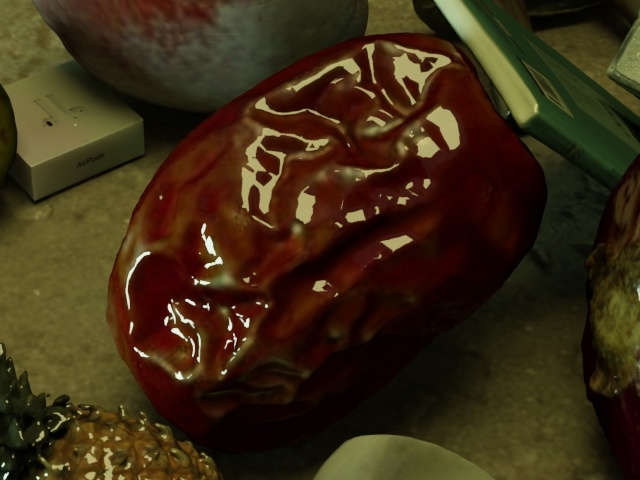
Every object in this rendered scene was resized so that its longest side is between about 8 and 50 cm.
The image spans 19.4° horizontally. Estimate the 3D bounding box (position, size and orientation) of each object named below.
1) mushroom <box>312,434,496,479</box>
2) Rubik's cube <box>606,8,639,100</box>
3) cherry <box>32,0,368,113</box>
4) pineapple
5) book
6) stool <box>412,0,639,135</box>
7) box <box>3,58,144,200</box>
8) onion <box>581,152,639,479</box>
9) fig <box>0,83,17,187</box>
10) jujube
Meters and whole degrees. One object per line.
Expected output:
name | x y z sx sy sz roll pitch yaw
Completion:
mushroom | 0.006 0.315 1.339 0.177 0.126 0.397 28 55 11
Rubik's cube | 0.470 -0.182 1.757 0.256 0.253 0.259 35 8 34
cherry | -0.104 -0.270 1.887 0.335 0.326 0.291 -31 60 20
pineapple | -0.201 0.162 1.417 0.279 0.158 0.157 41 42 -14
book | 0.248 -0.109 1.713 0.031 0.379 0.264 -45 43 17
stool | 0.280 -0.301 1.928 0.310 0.310 0.226 -17 51 -17
box | -0.266 -0.113 1.885 0.130 0.051 0.129 -26 48 -27
onion | 0.440 0.061 1.480 0.420 0.398 0.398 17 38 -19
fig | -0.392 -0.105 1.791 0.181 0.181 0.191 -31 24 -31
jujube | -0.002 0.000 1.552 0.377 0.276 0.276 -33 46 1
